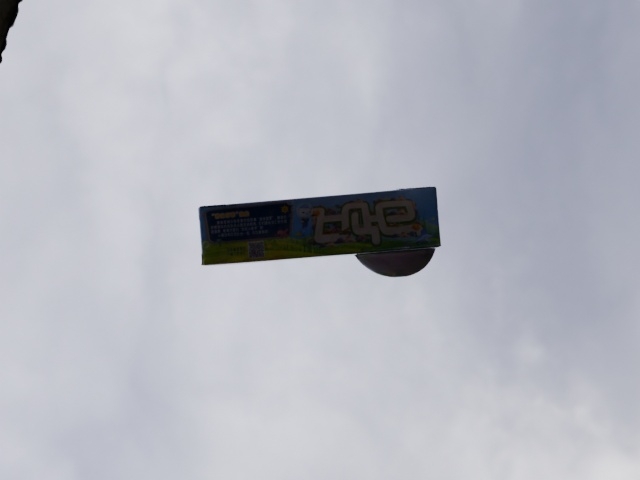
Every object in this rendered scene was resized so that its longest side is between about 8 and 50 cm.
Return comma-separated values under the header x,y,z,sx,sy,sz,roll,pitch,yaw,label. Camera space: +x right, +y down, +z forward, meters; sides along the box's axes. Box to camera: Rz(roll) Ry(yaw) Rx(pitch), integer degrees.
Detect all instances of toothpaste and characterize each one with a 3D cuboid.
x,y,z,sx,sy,sz,roll,pitch,yaw,label
0.000,0.000,0.764,0.193,0.044,0.070,-5,-92,3,toothpaste

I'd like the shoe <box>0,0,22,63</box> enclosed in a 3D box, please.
x,y,z,sx,sy,sz,roll,pitch,yaw,label
-0.226,-0.134,0.548,0.077,0.074,0.195,21,-108,-42,shoe
